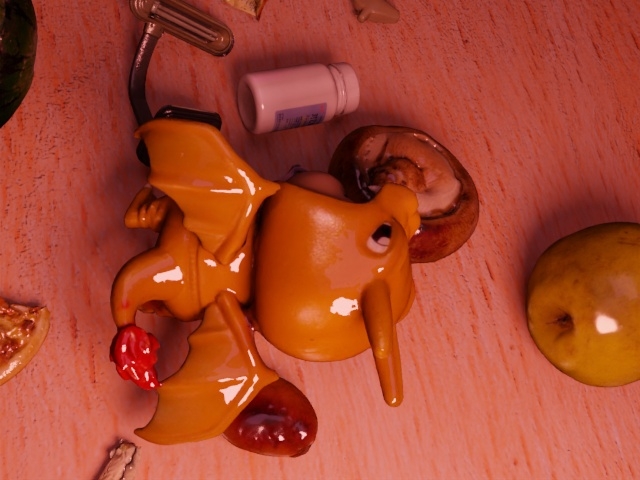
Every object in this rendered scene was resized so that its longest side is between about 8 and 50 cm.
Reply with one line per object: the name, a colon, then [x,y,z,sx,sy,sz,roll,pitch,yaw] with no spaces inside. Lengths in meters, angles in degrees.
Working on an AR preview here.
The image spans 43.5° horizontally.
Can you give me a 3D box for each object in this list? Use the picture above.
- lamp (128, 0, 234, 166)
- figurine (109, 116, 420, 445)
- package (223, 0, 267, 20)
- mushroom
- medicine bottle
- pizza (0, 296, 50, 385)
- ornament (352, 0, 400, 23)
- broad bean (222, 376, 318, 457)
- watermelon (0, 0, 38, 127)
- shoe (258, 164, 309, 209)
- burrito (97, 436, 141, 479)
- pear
lamp: [-0.213,-0.247,1.293,0.203,0.124,0.283,6,58,-38]
figurine: [-0.076,0.065,1.032,0.387,0.268,0.400,5,89,12]
package: [-0.145,-0.462,1.448,0.121,0.031,0.108,27,60,-10]
mushroom: [0.130,-0.076,1.271,0.253,0.153,0.253,13,51,-17]
medicine bottle: [-0.036,-0.240,1.331,0.187,0.103,0.102,-14,70,-24]
pizza: [-0.447,0.132,1.050,0.134,0.046,0.175,36,60,2]
ornament: [0.111,-0.523,1.542,0.245,0.061,0.230,-34,81,-30]
broad bean: [-0.084,0.235,1.095,0.165,0.084,0.114,19,40,-1]
watermelon: [-0.563,-0.272,1.049,0.364,0.363,0.363,7,63,-14]
shoe: [0.000,0.000,1.206,0.095,0.137,0.245,-28,76,-24]
burrito: [-0.277,0.340,1.009,0.045,0.041,0.185,6,54,33]
pear: [0.464,0.096,1.251,0.307,0.253,0.252,-6,67,-29]
